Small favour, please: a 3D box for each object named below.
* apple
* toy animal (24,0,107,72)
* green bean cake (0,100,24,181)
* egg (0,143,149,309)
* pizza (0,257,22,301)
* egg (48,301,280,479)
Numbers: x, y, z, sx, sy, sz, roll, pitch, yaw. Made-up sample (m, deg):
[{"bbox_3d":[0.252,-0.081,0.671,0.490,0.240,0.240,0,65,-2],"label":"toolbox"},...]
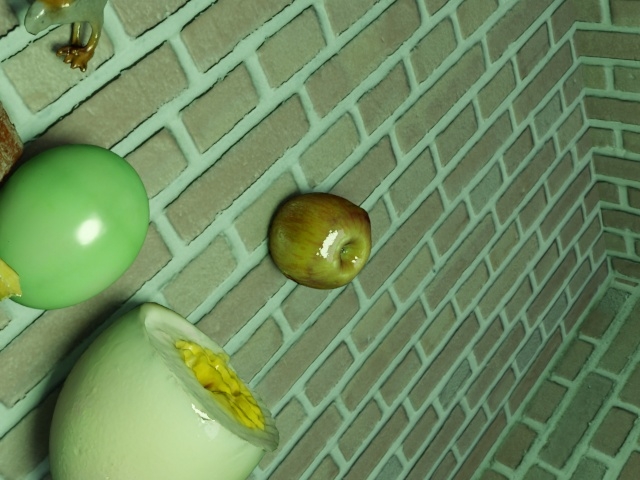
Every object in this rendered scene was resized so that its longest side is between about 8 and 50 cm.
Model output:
[{"bbox_3d":[0.000,0.000,1.600,0.211,0.188,0.211,-19,119,-39],"label":"apple"},{"bbox_3d":[-0.345,-0.420,1.162,0.284,0.225,0.302,-29,140,-62],"label":"toy animal"},{"bbox_3d":[-0.493,-0.148,1.071,0.135,0.056,0.135,-78,153,-54],"label":"green bean cake"},{"bbox_3d":[-0.385,-0.020,1.150,0.269,0.220,0.220,-55,137,-3],"label":"egg"},{"bbox_3d":[-0.563,0.101,1.020,0.280,0.075,0.287,20,94,-8],"label":"pizza"},{"bbox_3d":[-0.305,0.334,1.294,0.340,0.354,0.354,-43,136,3],"label":"egg"}]
